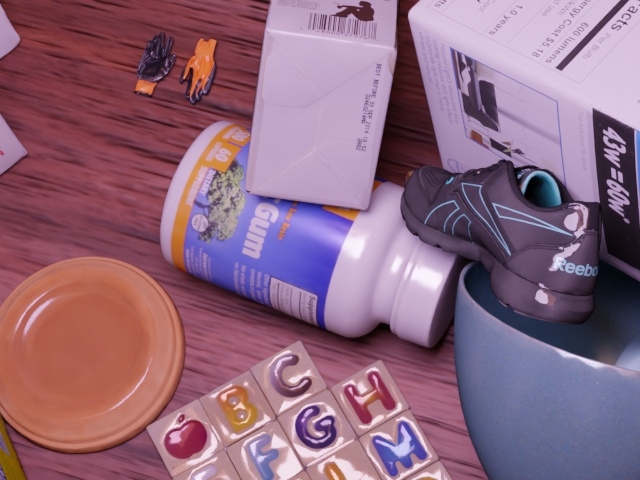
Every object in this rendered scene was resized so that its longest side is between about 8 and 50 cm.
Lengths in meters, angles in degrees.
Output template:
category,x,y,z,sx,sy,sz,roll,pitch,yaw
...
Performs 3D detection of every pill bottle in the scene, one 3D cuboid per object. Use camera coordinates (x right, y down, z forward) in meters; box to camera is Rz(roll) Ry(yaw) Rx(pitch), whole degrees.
category,x,y,z,sx,sy,sz,roll,pitch,yaw
pill bottle,0.000,0.000,1.644,0.272,0.152,0.152,21,73,16

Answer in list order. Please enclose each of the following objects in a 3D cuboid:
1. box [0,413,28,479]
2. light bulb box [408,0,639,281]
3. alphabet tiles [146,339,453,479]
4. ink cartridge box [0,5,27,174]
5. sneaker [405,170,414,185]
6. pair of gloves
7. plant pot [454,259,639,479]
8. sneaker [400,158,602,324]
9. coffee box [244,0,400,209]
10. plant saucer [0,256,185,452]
category,x,y,z,sx,sy,sz,roll,pitch,yaw
box,-0.421,0.227,1.575,0.279,0.177,0.290,-26,69,-4
light bulb box,0.334,-0.163,1.510,0.361,0.225,0.358,33,67,32
alphabet tiles,-0.012,0.273,1.613,0.285,0.011,0.342,-29,68,-4
ink cartridge box,-0.425,-0.099,1.710,0.353,0.207,0.119,-41,68,-8
sneaker,0.112,-0.033,1.711,0.037,0.032,0.083,-21,72,-16
pair of gloves,-0.148,-0.178,1.811,0.083,0.010,0.074,9,71,14
plant pot,0.243,0.151,1.511,0.290,0.290,0.195,14,107,13
sneaker,0.160,-0.022,1.490,0.267,0.101,0.106,39,120,55
coffee box,0.006,-0.182,1.626,0.119,0.168,0.297,8,33,-2
plant saucer,-0.232,0.105,1.696,0.200,0.037,0.200,-2,69,6
